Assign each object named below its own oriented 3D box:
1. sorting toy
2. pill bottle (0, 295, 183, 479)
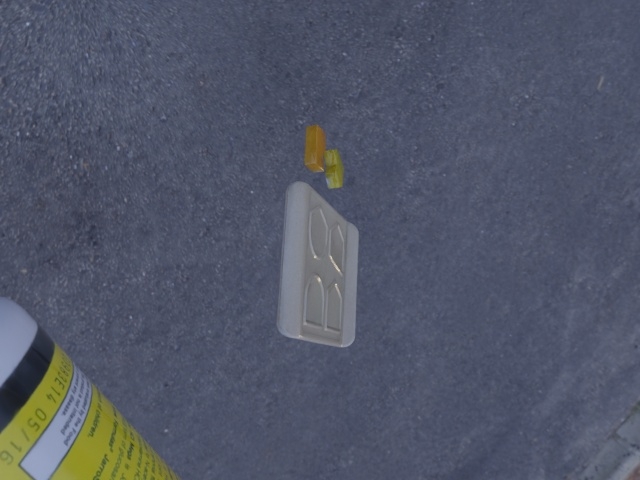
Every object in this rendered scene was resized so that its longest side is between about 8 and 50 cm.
[{"bbox_3d":[0.000,0.000,0.791,0.229,0.041,0.308,31,59,-62],"label":"sorting toy"},{"bbox_3d":[-0.174,0.216,0.338,0.187,0.188,0.334,-34,112,-6],"label":"pill bottle"}]
